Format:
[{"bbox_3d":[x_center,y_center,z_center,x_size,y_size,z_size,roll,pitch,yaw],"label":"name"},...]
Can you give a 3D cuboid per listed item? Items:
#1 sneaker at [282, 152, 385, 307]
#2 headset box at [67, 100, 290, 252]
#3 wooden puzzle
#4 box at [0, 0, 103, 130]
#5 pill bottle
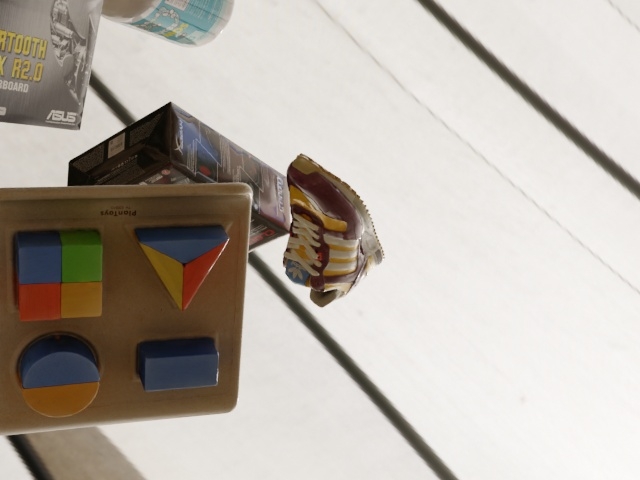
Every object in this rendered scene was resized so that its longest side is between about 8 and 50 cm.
[{"bbox_3d":[0.000,0.000,0.879,0.084,0.185,0.069,-46,-124,-9],"label":"sneaker"},{"bbox_3d":[-0.199,-0.059,1.497,0.218,0.293,0.110,-24,-125,29],"label":"headset box"},{"bbox_3d":[-0.243,0.098,1.216,0.080,0.322,0.348,-127,-141,-57],"label":"wooden puzzle"},{"bbox_3d":[-0.336,-0.220,1.083,0.056,0.231,0.183,16,-82,22],"label":"box"},{"bbox_3d":[-0.249,-0.377,1.452,0.146,0.264,0.146,-1,-93,27],"label":"pill bottle"}]
